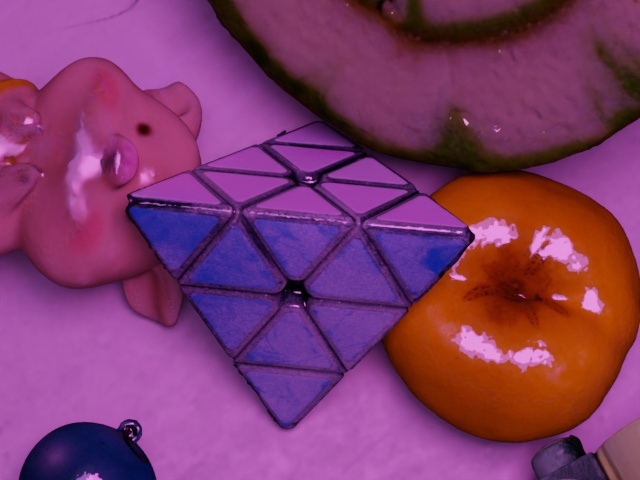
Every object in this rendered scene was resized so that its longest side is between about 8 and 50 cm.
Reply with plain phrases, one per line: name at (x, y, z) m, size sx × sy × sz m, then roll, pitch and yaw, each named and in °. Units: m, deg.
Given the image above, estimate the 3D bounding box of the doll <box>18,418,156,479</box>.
doll at (-0.159, 0.175, 1.154) m, size 0.114 × 0.085 × 0.152 m, roll 34°, pitch 89°, yaw -10°

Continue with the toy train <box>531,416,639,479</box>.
toy train at (0.231, 0.214, 1.115) m, size 0.157 × 0.105 × 0.253 m, roll -31°, pitch 60°, yaw 10°

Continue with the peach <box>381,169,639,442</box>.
peach at (0.119, 0.040, 1.185) m, size 0.179 × 0.103 × 0.179 m, roll 1°, pitch 76°, yaw -6°

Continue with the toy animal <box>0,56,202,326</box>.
toy animal at (-0.199, -0.041, 1.170) m, size 0.248 × 0.149 × 0.165 m, roll 9°, pitch 90°, yaw -8°

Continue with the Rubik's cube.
Rubik's cube at (0.000, 0.000, 1.115) m, size 0.178 × 0.190 × 0.211 m, roll -6°, pitch 76°, yaw 38°

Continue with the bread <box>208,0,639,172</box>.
bread at (0.099, -0.227, 1.133) m, size 0.382 × 0.129 × 0.366 m, roll 11°, pitch 116°, yaw 12°
